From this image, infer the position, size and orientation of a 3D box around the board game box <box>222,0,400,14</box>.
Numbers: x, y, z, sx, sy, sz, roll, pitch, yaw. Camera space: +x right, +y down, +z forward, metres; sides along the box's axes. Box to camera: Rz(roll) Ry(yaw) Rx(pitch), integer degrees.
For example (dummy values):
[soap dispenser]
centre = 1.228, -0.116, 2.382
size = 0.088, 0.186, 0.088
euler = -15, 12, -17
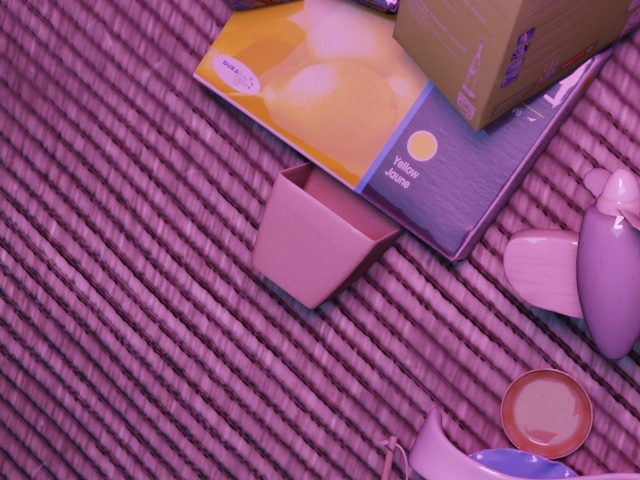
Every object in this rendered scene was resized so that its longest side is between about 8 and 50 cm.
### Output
[board game box]
centre = 0.002, -0.275, 1.178
size = 0.194, 0.060, 0.194
euler = 26, 94, 12

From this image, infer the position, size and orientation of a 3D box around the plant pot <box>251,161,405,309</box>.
[plant pot]
centre = 0.000, 0.000, 1.240
size = 0.109, 0.109, 0.096
euler = 36, 110, 11

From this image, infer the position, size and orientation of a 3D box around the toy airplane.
[toy airplane]
centre = 0.390, 0.045, 1.045
size = 0.386, 0.272, 0.384
euler = -37, 83, 14

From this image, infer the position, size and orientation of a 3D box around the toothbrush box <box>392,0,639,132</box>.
[toothbrush box]
centre = 0.183, -0.238, 1.034
size = 0.206, 0.283, 0.122
euler = -34, 74, -15

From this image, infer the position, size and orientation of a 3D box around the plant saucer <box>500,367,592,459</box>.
[plant saucer]
centre = 0.207, 0.157, 1.232
size = 0.083, 0.015, 0.083
euler = 1, 93, 15

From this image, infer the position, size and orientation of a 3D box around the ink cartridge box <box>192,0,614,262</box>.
[ink cartridge box]
centre = 0.091, -0.189, 1.221
size = 0.304, 0.072, 0.307
euler = 36, 101, 11

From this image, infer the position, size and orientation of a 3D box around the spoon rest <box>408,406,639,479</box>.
[spoon rest]
centre = 0.206, 0.237, 1.161
size = 0.276, 0.084, 0.137
euler = 25, 101, 7

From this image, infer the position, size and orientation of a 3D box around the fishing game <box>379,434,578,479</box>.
[fishing game]
centre = 0.174, 0.277, 1.235
size = 0.264, 0.041, 0.189
euler = 8, 102, 9
